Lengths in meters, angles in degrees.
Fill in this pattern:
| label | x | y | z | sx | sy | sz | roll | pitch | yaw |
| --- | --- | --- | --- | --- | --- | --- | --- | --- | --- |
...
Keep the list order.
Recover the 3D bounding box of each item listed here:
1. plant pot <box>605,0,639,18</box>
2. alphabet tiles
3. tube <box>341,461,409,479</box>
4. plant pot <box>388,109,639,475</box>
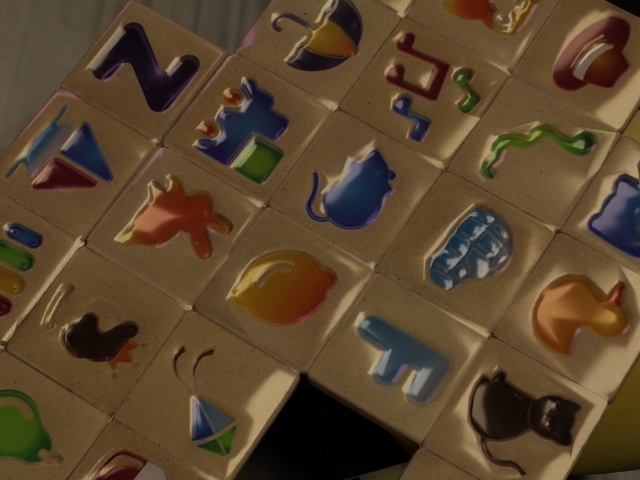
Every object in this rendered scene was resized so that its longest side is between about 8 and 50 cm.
| label | x | y | z | sx | sy | sz | roll | pitch | yaw |
| --- | --- | --- | --- | --- | --- | --- | --- | --- | --- |
| plant pot | 0.167 | -0.189 | 0.659 | 0.254 | 0.276 | 0.276 | -5 | 64 | -46 |
| alphabet tiles | 0.000 | 0.000 | 0.482 | 0.198 | 0.009 | 0.237 | 30 | 69 | 15 |
| tube | 0.064 | 0.175 | 0.483 | 0.062 | 0.070 | 0.240 | -29 | 70 | 2 |
| plant pot | 0.063 | 0.025 | 0.538 | 0.095 | 0.134 | 0.134 | -19 | 72 | -17 |
